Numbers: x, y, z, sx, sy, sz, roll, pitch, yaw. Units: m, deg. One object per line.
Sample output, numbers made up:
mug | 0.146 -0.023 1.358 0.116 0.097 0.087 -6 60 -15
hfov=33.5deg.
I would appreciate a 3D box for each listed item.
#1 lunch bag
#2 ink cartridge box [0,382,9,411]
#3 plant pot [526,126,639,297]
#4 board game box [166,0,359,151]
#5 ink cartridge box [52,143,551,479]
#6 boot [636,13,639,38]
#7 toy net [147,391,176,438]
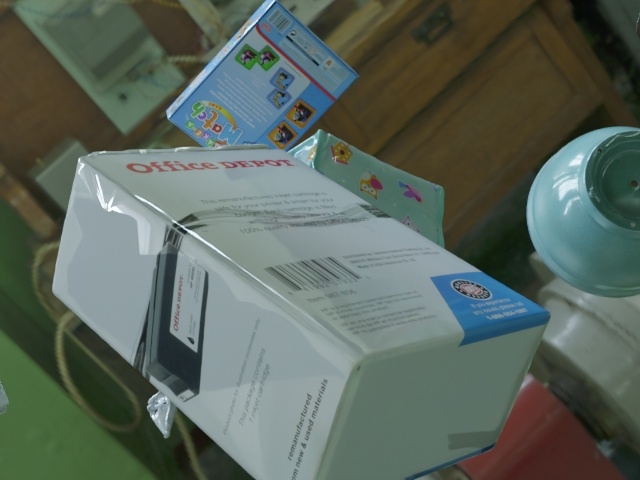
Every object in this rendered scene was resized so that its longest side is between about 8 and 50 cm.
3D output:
lunch bag | 0.000 0.000 1.397 0.262 0.223 0.160 -33 45 43
ink cartridge box | -0.545 0.240 1.718 0.052 0.088 0.122 -22 -8 -24
plant pot | 0.504 -0.069 1.768 0.293 0.293 0.196 -44 -13 -10
board game box | -0.078 -0.197 1.430 0.211 0.160 0.039 -46 28 10
ink cartridge box | -0.029 0.060 1.036 0.395 0.285 0.166 34 117 36
boot | 0.360 -0.244 1.099 0.106 0.037 0.114 -56 -10 8
toy net | -0.192 0.148 1.392 0.122 0.045 0.232 -87 12 -67
